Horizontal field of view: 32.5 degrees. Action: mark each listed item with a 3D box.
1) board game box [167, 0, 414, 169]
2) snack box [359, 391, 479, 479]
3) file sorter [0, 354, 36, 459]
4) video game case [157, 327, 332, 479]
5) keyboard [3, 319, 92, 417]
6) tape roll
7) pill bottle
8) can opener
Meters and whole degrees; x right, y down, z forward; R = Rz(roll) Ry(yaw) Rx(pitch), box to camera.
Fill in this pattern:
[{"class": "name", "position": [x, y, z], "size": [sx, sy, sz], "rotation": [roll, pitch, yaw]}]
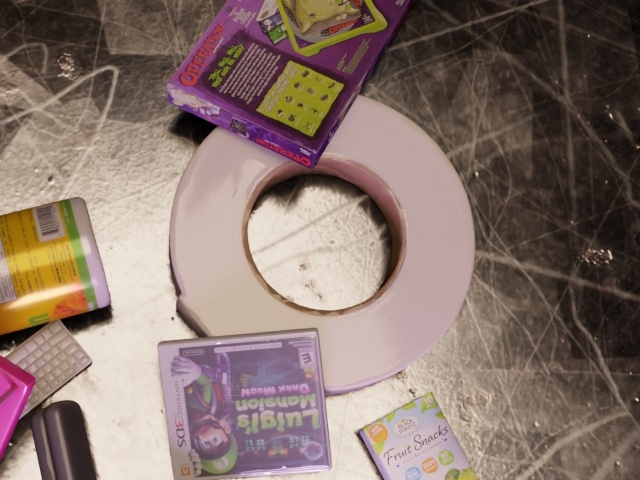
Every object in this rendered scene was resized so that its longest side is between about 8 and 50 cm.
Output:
[{"class": "board game box", "position": [-0.022, -0.269, 1.413], "size": [0.208, 0.056, 0.346], "rotation": [28, 62, 5]}, {"class": "snack box", "position": [0.125, 0.273, 1.353], "size": [0.100, 0.037, 0.141], "rotation": [-25, 81, -15]}, {"class": "file sorter", "position": [-0.496, 0.181, 1.153], "size": [0.291, 0.202, 0.182], "rotation": [32, 29, 4]}, {"class": "video game case", "position": [-0.089, 0.196, 1.296], "size": [0.191, 0.022, 0.173], "rotation": [-5, 99, 3]}, {"class": "keyboard", "position": [-0.395, 0.197, 1.305], "size": [0.256, 0.014, 0.072], "rotation": [-39, 85, -16]}, {"class": "tape roll", "position": [0.000, 0.000, 1.386], "size": [0.392, 0.072, 0.391], "rotation": [2, 76, -9]}, {"class": "pill bottle", "position": [-0.381, 0.042, 1.282], "size": [0.246, 0.136, 0.136], "rotation": [-15, 79, -12]}, {"class": "can opener", "position": [-0.269, 0.323, 1.274], "size": [0.093, 0.074, 0.280], "rotation": [-9, 77, -46]}]
